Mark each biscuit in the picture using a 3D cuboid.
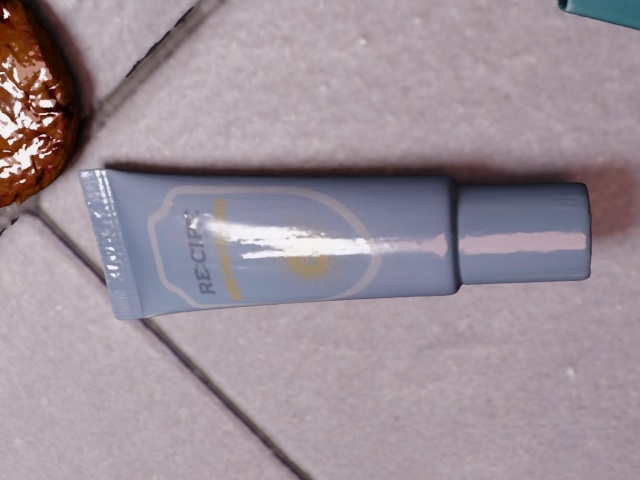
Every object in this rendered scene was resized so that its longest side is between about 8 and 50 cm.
[{"bbox_3d":[-0.281,-0.114,0.542,0.192,0.049,0.192,2,111,4],"label":"biscuit"}]

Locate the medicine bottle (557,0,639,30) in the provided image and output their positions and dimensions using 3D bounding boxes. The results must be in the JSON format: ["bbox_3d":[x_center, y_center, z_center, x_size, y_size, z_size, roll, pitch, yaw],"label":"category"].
[{"bbox_3d":[0.239,-0.179,0.417,0.258,0.079,0.124,13,117,4],"label":"medicine bottle"}]

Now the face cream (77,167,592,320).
[{"bbox_3d":[0.000,0.000,0.530,0.385,0.086,0.136,-2,112,15],"label":"face cream"}]
